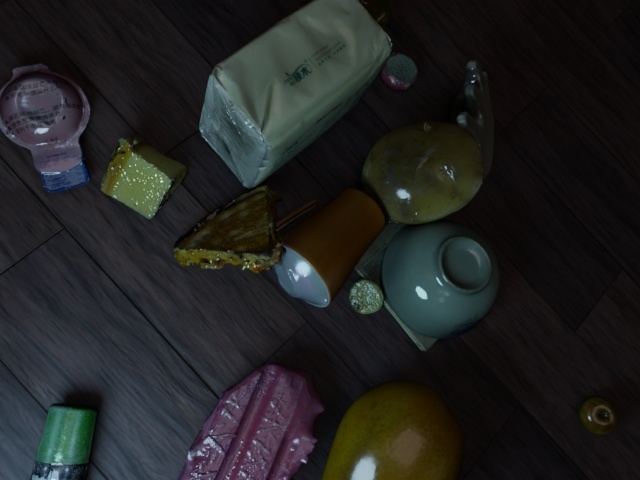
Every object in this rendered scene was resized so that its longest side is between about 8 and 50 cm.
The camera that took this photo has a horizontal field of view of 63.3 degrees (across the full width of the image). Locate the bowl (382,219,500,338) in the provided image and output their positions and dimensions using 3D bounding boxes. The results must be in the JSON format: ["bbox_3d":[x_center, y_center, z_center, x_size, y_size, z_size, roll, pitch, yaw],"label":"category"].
[{"bbox_3d":[0.298,0.072,1.182,0.288,0.146,0.290,4,73,-14],"label":"bowl"}]

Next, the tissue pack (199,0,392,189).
[{"bbox_3d":[-0.062,-0.325,1.135,0.380,0.297,0.207,-42,92,-21],"label":"tissue pack"}]

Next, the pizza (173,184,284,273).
[{"bbox_3d":[-0.147,-0.027,1.087,0.251,0.287,0.074,-53,134,-34],"label":"pizza"}]

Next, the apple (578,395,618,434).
[{"bbox_3d":[0.668,0.422,1.252,0.089,0.074,0.090,3,75,-11],"label":"apple"}]

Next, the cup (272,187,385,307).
[{"bbox_3d":[0.000,0.000,1.153,0.226,0.183,0.264,30,59,28],"label":"cup"}]

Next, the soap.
[{"bbox_3d":[-0.131,0.392,1.025,0.220,0.127,0.325,29,70,-7],"label":"soap"}]

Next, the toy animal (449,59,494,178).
[{"bbox_3d":[0.331,-0.282,1.304,0.266,0.188,0.308,-11,90,-48],"label":"toy animal"}]

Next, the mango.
[{"bbox_3d":[0.131,0.463,1.033,0.263,0.221,0.378,38,81,-7],"label":"mango"}]

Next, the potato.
[{"bbox_3d":[0.205,-0.159,1.166,0.116,0.298,0.240,9,75,-59],"label":"potato"}]

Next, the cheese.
[{"bbox_3d":[-0.576,-0.242,1.098,0.188,0.074,0.286,-21,86,-18],"label":"cheese"}]

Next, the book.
[{"bbox_3d":[0.224,0.090,1.248,0.214,0.025,0.283,-41,87,-21],"label":"book"}]

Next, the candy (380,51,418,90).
[{"bbox_3d":[0.207,-0.445,1.368,0.103,0.043,0.103,4,73,-12],"label":"candy"}]

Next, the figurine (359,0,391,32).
[{"bbox_3d":[0.136,-0.646,1.255,0.167,0.315,0.188,-19,82,-18],"label":"figurine"}]

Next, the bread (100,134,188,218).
[{"bbox_3d":[-0.386,-0.139,1.129,0.147,0.127,0.152,36,104,-5],"label":"bread"}]

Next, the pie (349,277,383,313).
[{"bbox_3d":[0.105,0.128,1.197,0.085,0.017,0.085,0,92,7],"label":"pie"}]

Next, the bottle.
[{"bbox_3d":[-0.480,0.469,0.933,0.093,0.093,0.331,10,74,-12],"label":"bottle"}]
